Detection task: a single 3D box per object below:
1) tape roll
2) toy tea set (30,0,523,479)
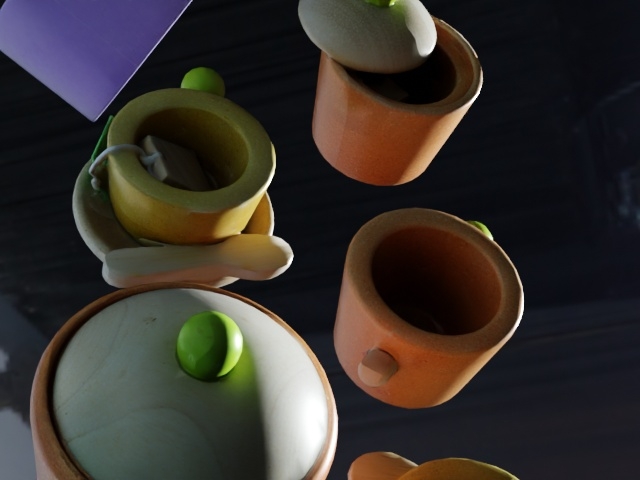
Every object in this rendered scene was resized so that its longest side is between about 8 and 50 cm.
[{"bbox_3d":[-0.108,-0.168,0.764,0.080,0.189,0.189,39,27,-12],"label":"tape roll"},{"bbox_3d":[0.000,0.000,0.484,0.124,0.200,0.336,111,-19,-47],"label":"toy tea set"}]
